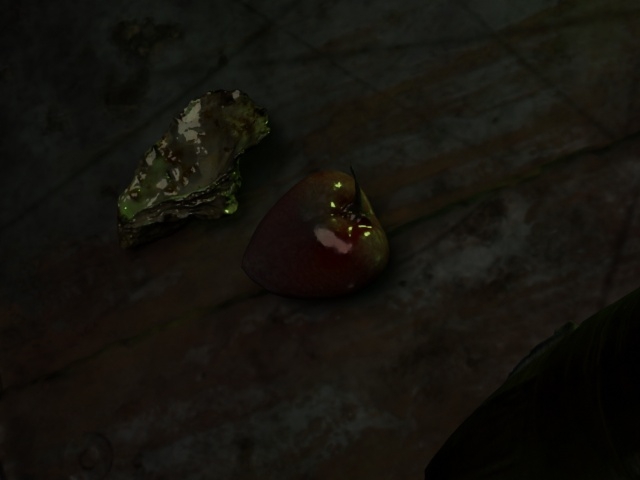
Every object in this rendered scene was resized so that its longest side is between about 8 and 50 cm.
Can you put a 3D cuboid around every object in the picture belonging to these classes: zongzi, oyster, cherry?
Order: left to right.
[{"bbox_3d":[-0.115,-0.056,1.437,0.177,0.056,0.105,-49,52,-2],"label":"oyster"},{"bbox_3d":[0.001,-0.004,1.360,0.126,0.087,0.106,-10,75,36],"label":"cherry"},{"bbox_3d":[0.319,0.105,1.199,0.403,0.432,0.208,-37,79,48],"label":"zongzi"}]
